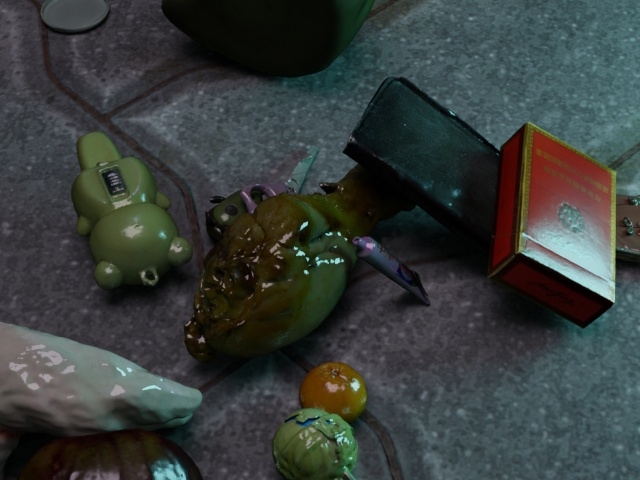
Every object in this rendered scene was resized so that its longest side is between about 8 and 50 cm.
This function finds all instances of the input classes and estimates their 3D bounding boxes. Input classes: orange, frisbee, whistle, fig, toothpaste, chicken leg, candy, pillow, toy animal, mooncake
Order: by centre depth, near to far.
[{"bbox_3d":[-0.214,0.361,1.457,0.217,0.217,0.321,-5,75,-3],"label":"fig"},{"bbox_3d":[0.067,0.314,1.548,0.335,0.092,0.093,47,26,27],"label":"candy"},{"bbox_3d":[-0.312,0.207,1.610,0.308,0.266,0.188,31,57,-27],"label":"toy animal"},{"bbox_3d":[0.014,0.183,1.667,0.083,0.070,0.083,0,42,0],"label":"orange"},{"bbox_3d":[0.089,0.034,1.757,0.028,0.170,0.045,-37,50,15],"label":"toothpaste"},{"bbox_3d":[0.000,0.000,1.783,0.153,0.201,0.429,20,40,30],"label":"chicken leg"},{"bbox_3d":[0.486,-0.012,1.859,0.232,0.043,0.126,5,46,5],"label":"pillow"},{"bbox_3d":[-0.266,-0.041,1.866,0.131,0.106,0.288,-19,50,-13],"label":"whistle"},{"bbox_3d":[-0.075,-0.412,2.054,0.351,0.351,0.187,17,51,18],"label":"mooncake"},{"bbox_3d":[-0.392,-0.367,2.247,0.110,0.014,0.110,-1,47,1],"label":"frisbee"}]

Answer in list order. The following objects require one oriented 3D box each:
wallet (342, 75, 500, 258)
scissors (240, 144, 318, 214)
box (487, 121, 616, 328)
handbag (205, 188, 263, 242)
[{"bbox_3d":[0.185,-0.077,1.834,0.318,0.045,0.172,36,48,-6],"label":"wallet"},{"bbox_3d":[-0.038,-0.077,1.933,0.110,0.021,0.212,39,41,-9],"label":"scissors"},{"bbox_3d":[0.299,-0.022,1.795,0.153,0.074,0.240,30,44,-19],"label":"box"},{"bbox_3d":[-0.113,-0.038,1.899,0.072,0.047,0.111,33,47,14],"label":"handbag"}]
